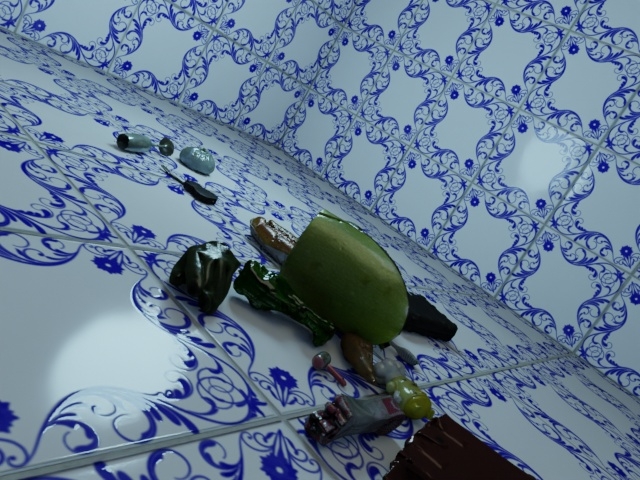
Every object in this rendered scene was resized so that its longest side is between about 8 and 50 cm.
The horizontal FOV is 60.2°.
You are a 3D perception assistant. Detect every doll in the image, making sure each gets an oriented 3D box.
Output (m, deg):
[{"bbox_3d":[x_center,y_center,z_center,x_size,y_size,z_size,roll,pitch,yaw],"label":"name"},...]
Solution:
[{"bbox_3d":[0.169,0.305,1.141,0.106,0.062,0.162,28,10,-36],"label":"doll"}]

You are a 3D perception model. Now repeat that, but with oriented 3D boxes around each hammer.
[{"bbox_3d":[0.020,0.254,1.082,0.083,0.031,0.052,45,18,13],"label":"hammer"}]

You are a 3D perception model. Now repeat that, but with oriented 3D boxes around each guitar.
[{"bbox_3d":[-0.428,-0.184,1.774,0.233,0.025,0.088,35,14,19],"label":"guitar"}]

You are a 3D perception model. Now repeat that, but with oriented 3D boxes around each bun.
[{"bbox_3d":[-0.457,-0.309,2.076,0.140,0.083,0.141,28,15,-8],"label":"bun"}]

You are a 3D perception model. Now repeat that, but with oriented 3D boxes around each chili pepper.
[{"bbox_3d":[-0.075,0.139,1.195,0.253,0.083,0.099,36,13,0],"label":"chili pepper"}]

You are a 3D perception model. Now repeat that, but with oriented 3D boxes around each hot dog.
[{"bbox_3d":[-0.115,0.012,1.618,0.268,0.075,0.144,41,13,32],"label":"hot dog"}]

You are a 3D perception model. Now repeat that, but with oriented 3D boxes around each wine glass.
[{"bbox_3d":[-0.591,-0.324,1.862,0.074,0.074,0.262,33,14,12],"label":"wine glass"}]

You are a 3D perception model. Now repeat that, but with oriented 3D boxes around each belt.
[{"bbox_3d":[0.067,0.293,0.921,0.232,0.071,0.053,15,26,-51],"label":"belt"}]

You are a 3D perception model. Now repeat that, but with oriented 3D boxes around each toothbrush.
[{"bbox_3d":[0.120,0.211,1.485,0.375,0.028,0.037,39,9,32],"label":"toothbrush"}]

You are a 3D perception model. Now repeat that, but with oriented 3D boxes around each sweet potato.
[{"bbox_3d":[0.084,0.244,1.180,0.206,0.068,0.060,-116,-173,-67],"label":"sweet potato"}]

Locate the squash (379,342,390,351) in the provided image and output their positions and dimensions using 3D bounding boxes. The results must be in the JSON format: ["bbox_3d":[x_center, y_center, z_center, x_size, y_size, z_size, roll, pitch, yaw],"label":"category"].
[{"bbox_3d":[0.166,0.187,1.432,0.087,0.087,0.331,30,18,-3],"label":"squash"}]

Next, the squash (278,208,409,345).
[{"bbox_3d":[0.075,0.103,1.321,0.309,0.234,0.210,31,14,8],"label":"squash"}]

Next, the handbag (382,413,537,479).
[{"bbox_3d":[0.254,0.412,0.887,0.275,0.084,0.260,36,16,26],"label":"handbag"}]

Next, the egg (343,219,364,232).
[{"bbox_3d":[0.040,0.025,1.675,0.231,0.169,0.169,-8,-16,38],"label":"egg"}]

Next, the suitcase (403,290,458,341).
[{"bbox_3d":[0.284,0.223,1.743,0.285,0.066,0.206,20,17,-40],"label":"suitcase"}]

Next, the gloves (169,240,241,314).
[{"bbox_3d":[-0.229,0.056,1.118,0.135,0.107,0.268,-2,20,-5],"label":"gloves"}]

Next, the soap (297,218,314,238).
[{"bbox_3d":[0.000,0.000,1.908,0.145,0.091,0.230,29,11,-9],"label":"soap"}]
